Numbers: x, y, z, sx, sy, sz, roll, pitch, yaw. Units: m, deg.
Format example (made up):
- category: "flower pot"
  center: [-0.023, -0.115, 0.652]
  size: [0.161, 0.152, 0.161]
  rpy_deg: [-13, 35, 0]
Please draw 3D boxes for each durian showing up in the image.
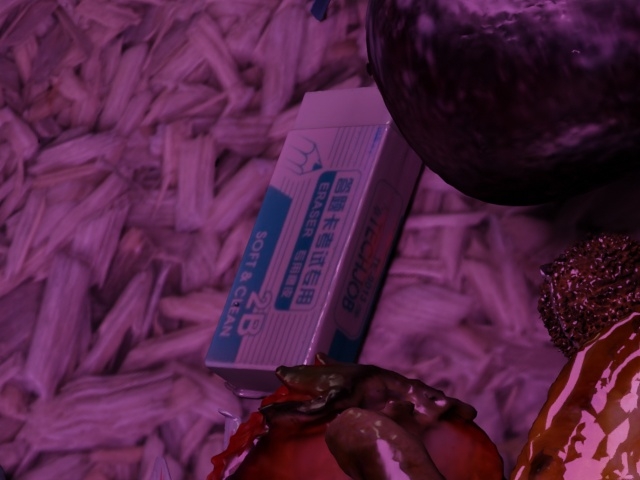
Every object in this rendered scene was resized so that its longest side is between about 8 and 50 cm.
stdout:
- category: "durian"
  center: [0.170, 0.035, 1.087]
  size: [0.091, 0.080, 0.080]
  rpy_deg: [-29, 42, 47]

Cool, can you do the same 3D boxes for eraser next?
- category: "eraser"
  center: [0.000, 0.000, 1.265]
  size: [0.095, 0.052, 0.225]
  rpy_deg: [-1, 59, 40]

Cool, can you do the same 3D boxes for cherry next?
- category: "cherry"
  center: [0.152, -0.140, 1.120]
  size: [0.296, 0.218, 0.255]
  rpy_deg: [-16, 18, 33]

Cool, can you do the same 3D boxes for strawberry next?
- category: "strawberry"
  center: [0.003, 0.187, 1.065]
  size: [0.111, 0.190, 0.237]
  rpy_deg: [8, 85, 67]

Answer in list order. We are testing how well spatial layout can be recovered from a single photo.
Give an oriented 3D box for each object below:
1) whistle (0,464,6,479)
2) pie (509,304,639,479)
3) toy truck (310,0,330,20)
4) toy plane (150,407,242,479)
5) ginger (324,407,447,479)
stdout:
- category: "whistle"
  center: [-0.254, 0.241, 1.270]
  size: [0.180, 0.093, 0.269]
  rpy_deg: [-29, 52, 19]
- category: "pie"
  center: [0.231, 0.165, 0.944]
  size: [0.315, 0.092, 0.315]
  rpy_deg: [-16, 55, 24]
- category: "toy truck"
  center: [0.045, -0.214, 1.385]
  size: [0.136, 0.074, 0.063]
  rpy_deg: [118, 161, -51]
- category: "toy plane"
  center: [-0.072, 0.192, 1.172]
  size: [0.171, 0.065, 0.162]
  rpy_deg: [15, 69, 41]
- category: "ginger"
  center: [0.062, 0.261, 0.946]
  size: [0.166, 0.080, 0.333]
  rpy_deg: [5, 90, 50]
